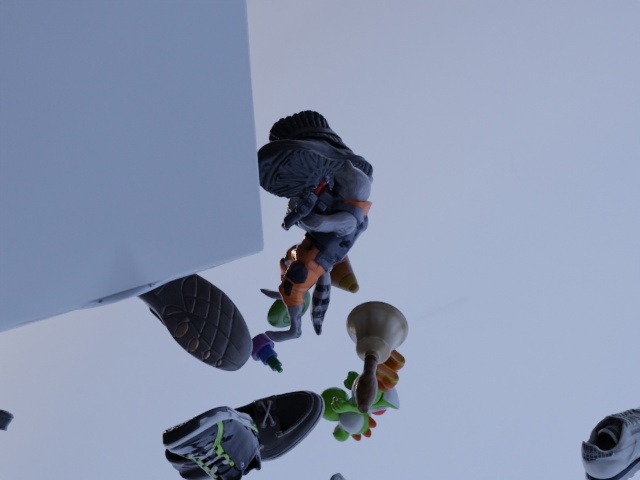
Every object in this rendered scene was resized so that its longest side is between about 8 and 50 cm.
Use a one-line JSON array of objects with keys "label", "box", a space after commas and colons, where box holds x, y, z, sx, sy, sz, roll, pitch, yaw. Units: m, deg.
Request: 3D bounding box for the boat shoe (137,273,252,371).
[{"label": "boat shoe", "box": [-0.250, 0.106, 1.136, 0.123, 0.324, 0.116, -45, -179, -10]}]

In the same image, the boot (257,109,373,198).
[{"label": "boot", "box": [-0.065, -0.221, 1.516, 0.260, 0.348, 0.131, 51, -58, 35]}]

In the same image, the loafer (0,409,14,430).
[{"label": "loafer", "box": [-0.629, 0.326, 1.040, 0.080, 0.220, 0.078, 126, -43, -67]}]

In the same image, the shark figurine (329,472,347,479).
[{"label": "shark figurine", "box": [0.001, 0.641, 1.429, 0.116, 0.166, 0.278, 25, -88, 39]}]

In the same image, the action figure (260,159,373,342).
[{"label": "action figure", "box": [0.000, 0.000, 1.210, 0.330, 0.179, 0.341, -61, -176, 15]}]

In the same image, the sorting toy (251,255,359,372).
[{"label": "sorting toy", "box": [-0.029, 0.175, 1.503, 0.126, 0.127, 0.365, 44, -79, 30]}]

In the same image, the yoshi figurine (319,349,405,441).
[{"label": "yoshi figurine", "box": [0.100, 0.470, 1.934, 0.362, 0.204, 0.203, -61, -145, 30]}]

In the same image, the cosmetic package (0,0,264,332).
[{"label": "cosmetic package", "box": [-0.169, -0.158, 0.367, 0.217, 0.384, 0.156, -15, -155, -36]}]

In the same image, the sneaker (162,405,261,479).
[{"label": "sneaker", "box": [-0.135, 0.298, 0.890, 0.084, 0.235, 0.097, -27, -113, 10]}]

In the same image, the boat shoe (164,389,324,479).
[{"label": "boat shoe", "box": [-0.152, 0.378, 1.222, 0.335, 0.095, 0.112, -29, -139, 13]}]

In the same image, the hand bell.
[{"label": "hand bell", "box": [0.094, 0.230, 1.158, 0.126, 0.126, 0.242, -34, -163, 25]}]

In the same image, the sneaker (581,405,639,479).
[{"label": "sneaker", "box": [0.566, 0.353, 1.146, 0.235, 0.094, 0.090, -28, -167, -28]}]
